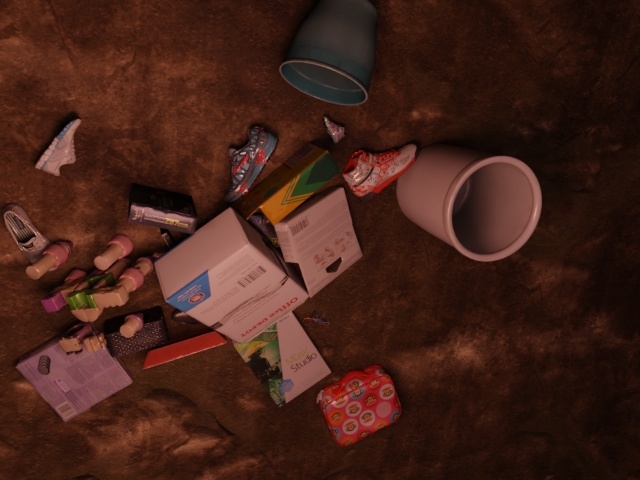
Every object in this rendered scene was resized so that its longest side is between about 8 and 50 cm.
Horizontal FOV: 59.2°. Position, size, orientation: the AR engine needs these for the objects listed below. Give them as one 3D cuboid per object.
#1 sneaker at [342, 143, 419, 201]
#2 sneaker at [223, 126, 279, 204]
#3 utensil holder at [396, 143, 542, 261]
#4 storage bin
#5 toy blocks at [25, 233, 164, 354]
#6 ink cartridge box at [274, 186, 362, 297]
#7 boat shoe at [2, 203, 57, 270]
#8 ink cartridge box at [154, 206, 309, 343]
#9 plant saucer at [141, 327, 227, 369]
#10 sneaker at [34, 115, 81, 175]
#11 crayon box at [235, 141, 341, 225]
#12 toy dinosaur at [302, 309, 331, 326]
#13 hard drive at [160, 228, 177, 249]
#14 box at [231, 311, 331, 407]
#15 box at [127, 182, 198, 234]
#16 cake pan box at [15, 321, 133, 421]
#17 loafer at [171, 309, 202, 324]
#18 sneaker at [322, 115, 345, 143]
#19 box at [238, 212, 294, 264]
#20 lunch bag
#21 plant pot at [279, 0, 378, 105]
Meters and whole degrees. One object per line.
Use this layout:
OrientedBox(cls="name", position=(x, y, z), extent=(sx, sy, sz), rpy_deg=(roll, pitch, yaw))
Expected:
OrientedBox(cls="sneaker", position=(0.198, -0.265, 1.883), extent=(0.270, 0.090, 0.145), rpy_deg=(-42, 117, 1))
OrientedBox(cls="sneaker", position=(-0.242, -0.236, 1.758), extent=(0.125, 0.104, 0.262), rpy_deg=(33, 90, -7))
OrientedBox(cls="utensil holder", position=(0.466, -0.145, 1.849), extent=(0.328, 0.385, 0.327), rpy_deg=(-5, 109, -16))
OrientedBox(cls="storage bin", position=(-0.579, 0.284, 1.777), extent=(0.180, 0.122, 0.084), rpy_deg=(-15, 111, -14))
OrientedBox(cls="toy blocks", position=(-0.633, 0.128, 1.666), extent=(0.289, 0.260, 0.308), rpy_deg=(-8, 114, 14))
OrientedBox(cls="ink cartridge box", position=(0.000, 0.000, 1.834), extent=(0.296, 0.066, 0.261), rpy_deg=(-35, 117, -41))
OrientedBox(cls="boat shoe", position=(-0.843, 0.004, 1.627), extent=(0.083, 0.076, 0.226), rpy_deg=(-33, 114, -6))
OrientedBox(cls="ink cartridge box", position=(-0.255, 0.122, 1.706), extent=(0.285, 0.166, 0.395), rpy_deg=(-35, 143, 6))
OrientedBox(cls="plant saucer", position=(-0.430, 0.332, 1.786), extent=(0.259, 0.258, 0.047), rpy_deg=(-15, 88, -13))
OrientedBox(cls="sneaker", position=(-0.721, -0.265, 1.595), extent=(0.083, 0.071, 0.190), rpy_deg=(33, 103, -31))
OrientedBox(cls="crayon box", position=(-0.107, -0.165, 1.753), extent=(0.318, 0.202, 0.081), rpy_deg=(-39, 114, -2))
OrientedBox(cls="toy dinosaur", position=(-0.003, 0.285, 2.028), extent=(0.090, 0.047, 0.082), rpy_deg=(-20, 127, 24))
OrientedBox(cls="hard drive", position=(-0.455, 0.022, 1.752), extent=(0.022, 0.094, 0.135), rpy_deg=(-29, 113, -9))
OrientedBox(cls="box", position=(-0.133, 0.412, 2.003), extent=(0.232, 0.058, 0.322), rpy_deg=(-34, 113, -6))
OrientedBox(cls="box", position=(-0.460, -0.095, 1.638), extent=(0.183, 0.232, 0.059), rpy_deg=(11, 105, -20))
OrientedBox(cls="cake pan box", position=(-0.768, 0.416, 1.787), extent=(0.246, 0.070, 0.266), rpy_deg=(-31, 113, -5))
OrientedBox(cls="loafer", position=(-0.403, 0.249, 1.858), extent=(0.170, 0.061, 0.062), rpy_deg=(-5, 109, -16))
OrientedBox(cls="sneaker", position=(0.051, -0.372, 1.832), extent=(0.069, 0.038, 0.098), rpy_deg=(-33, 123, -8))
OrientedBox(cls="box", position=(-0.181, -0.002, 1.864), extent=(0.191, 0.045, 0.184), rpy_deg=(-4, 106, -17))
OrientedBox(cls="lunch bag", position=(0.143, 0.605, 2.121), extent=(0.293, 0.120, 0.258), rpy_deg=(-23, 112, -10))
OrientedBox(cls="plant pot", position=(0.046, -0.573, 1.657), extent=(0.272, 0.272, 0.255), rpy_deg=(20, 84, -23))
